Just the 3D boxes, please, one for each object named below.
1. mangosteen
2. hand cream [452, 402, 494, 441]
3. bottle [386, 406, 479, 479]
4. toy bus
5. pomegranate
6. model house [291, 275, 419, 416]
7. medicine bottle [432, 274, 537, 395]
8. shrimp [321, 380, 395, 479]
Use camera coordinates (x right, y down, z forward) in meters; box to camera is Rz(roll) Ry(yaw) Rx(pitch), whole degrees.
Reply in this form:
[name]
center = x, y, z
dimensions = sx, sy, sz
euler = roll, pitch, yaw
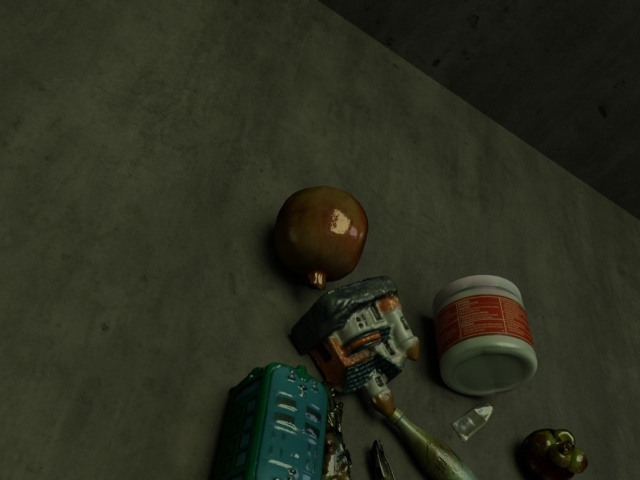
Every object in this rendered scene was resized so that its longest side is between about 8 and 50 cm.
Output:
[mangosteen]
center = 0.614, 0.551, 1.884
dimensions = 0.155, 0.182, 0.146
euler = 9, 32, -5
[hand cream]
center = 0.411, 0.476, 1.902
dimensions = 0.165, 0.037, 0.057
euler = -22, 71, -41
[bottle]
center = 0.262, 0.503, 1.700
dimensions = 0.270, 0.083, 0.083
euler = 47, 39, 5
[toy bus]
center = -0.093, 0.405, 1.393
dimensions = 0.183, 0.199, 0.344
euler = 27, 40, -19
[pomegranate]
center = 0.000, 0.000, 1.804
dimensions = 0.228, 0.252, 0.271
euler = 12, 69, -22
[model house]
center = 0.121, 0.265, 1.708
dimensions = 0.271, 0.190, 0.301
euler = -8, 62, -46
[medicine bottle]
center = 0.438, 0.260, 1.936
dimensions = 0.252, 0.252, 0.241
euler = 24, 44, -23
[shrimp]
center = 0.071, 0.485, 1.568
dimensions = 0.233, 0.071, 0.365
euler = 17, 48, -37
